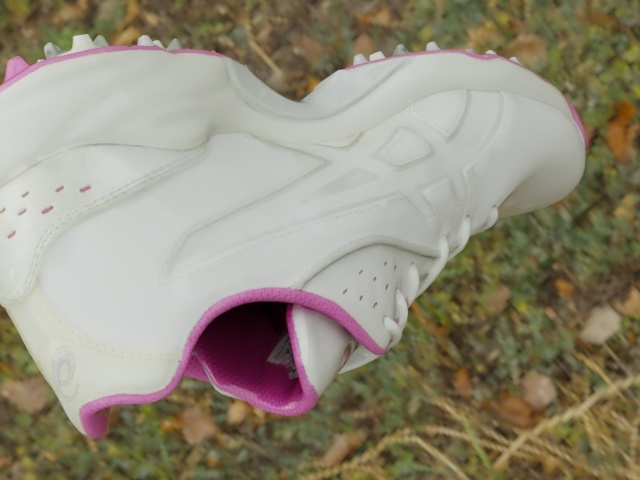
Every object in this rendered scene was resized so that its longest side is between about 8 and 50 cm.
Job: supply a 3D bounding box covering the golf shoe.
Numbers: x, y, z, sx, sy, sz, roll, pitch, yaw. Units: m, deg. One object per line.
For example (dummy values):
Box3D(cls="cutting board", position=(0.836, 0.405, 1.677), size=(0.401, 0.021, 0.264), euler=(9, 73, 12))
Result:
Box3D(cls="golf shoe", position=(0.000, 0.000, 0.621), size=(0.115, 0.306, 0.140), euler=(-39, 65, 46))
